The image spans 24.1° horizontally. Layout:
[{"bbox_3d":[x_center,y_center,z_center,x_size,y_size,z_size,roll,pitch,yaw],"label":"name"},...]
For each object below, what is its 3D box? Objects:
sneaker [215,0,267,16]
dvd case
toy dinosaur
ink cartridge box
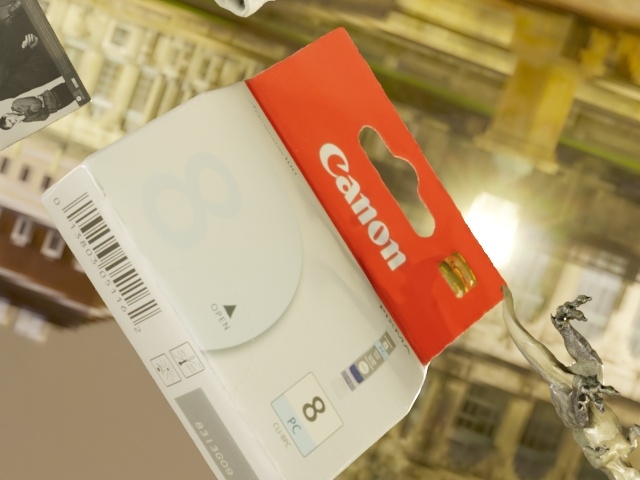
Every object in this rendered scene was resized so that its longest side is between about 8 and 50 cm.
[{"bbox_3d":[-0.066,-0.291,1.652,0.232,0.115,0.090,7,154,-27],"label":"sneaker"},{"bbox_3d":[-0.408,-0.180,1.712,0.179,0.238,0.029,64,174,-24],"label":"dvd case"},{"bbox_3d":[0.212,0.116,1.234,0.268,0.064,0.118,58,167,30],"label":"toy dinosaur"},{"bbox_3d":[0.000,0.000,1.258,0.385,0.308,0.091,-35,-176,-39],"label":"ink cartridge box"}]
